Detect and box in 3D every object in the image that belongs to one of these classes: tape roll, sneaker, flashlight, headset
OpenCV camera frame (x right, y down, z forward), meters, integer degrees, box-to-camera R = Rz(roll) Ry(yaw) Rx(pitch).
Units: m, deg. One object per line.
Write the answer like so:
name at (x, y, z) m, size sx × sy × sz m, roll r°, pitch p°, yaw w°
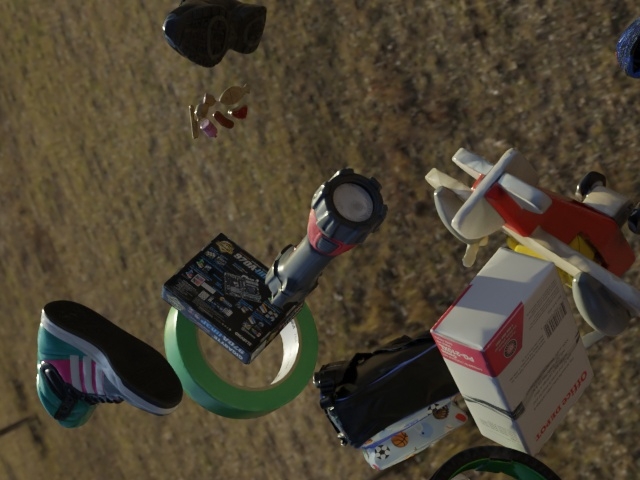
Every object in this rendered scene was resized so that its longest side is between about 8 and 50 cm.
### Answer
tape roll at (-0.162, 0.207, 2.155) m, size 0.321 × 0.321 × 0.077 m, roll 62°, pitch 146°, yaw 7°
sneaker at (0.466, -0.293, 1.336) m, size 0.083 × 0.087 × 0.221 m, roll 28°, pitch 126°, yaw -1°
sneaker at (-0.202, -0.367, 1.762) m, size 0.130 × 0.286 × 0.109 m, roll 23°, pitch 108°, yaw 16°
flashlight at (0.000, 0.000, 1.546) m, size 0.304 × 0.103 × 0.103 m, roll -49°, pitch 56°, yaw 61°
sneaker at (-0.362, 0.245, 1.699) m, size 0.295 × 0.124 × 0.178 m, roll 32°, pitch 118°, yaw 25°
headset at (0.238, 0.469, 1.344) m, size 0.185 × 0.243 × 0.394 m, roll 118°, pitch 155°, yaw -49°

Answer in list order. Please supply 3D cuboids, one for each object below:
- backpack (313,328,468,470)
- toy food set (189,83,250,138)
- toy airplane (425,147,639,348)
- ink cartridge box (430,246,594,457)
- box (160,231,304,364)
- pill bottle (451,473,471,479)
backpack at (0.126, 0.278, 1.856) m, size 0.263 × 0.276 × 0.213 m, roll -174°, pitch 62°, yaw -79°
toy food set at (-0.166, -0.207, 1.682) m, size 0.019 × 0.122 × 0.078 m, roll 20°, pitch 122°, yaw 44°
toy airplane at (0.334, 0.008, 1.627) m, size 0.384 × 0.386 × 0.272 m, roll 25°, pitch 104°, yaw 1°
ink cartridge box at (0.273, 0.158, 1.439) m, size 0.100 × 0.172 × 0.237 m, roll 19°, pitch 146°, yaw 45°
box at (-0.167, 0.108, 1.979) m, size 0.220 × 0.175 × 0.051 m, roll 36°, pitch 145°, yaw 12°
pill bottle at (0.298, 0.569, 1.603) m, size 0.407 × 0.229 × 0.229 m, roll 36°, pitch 139°, yaw 28°
